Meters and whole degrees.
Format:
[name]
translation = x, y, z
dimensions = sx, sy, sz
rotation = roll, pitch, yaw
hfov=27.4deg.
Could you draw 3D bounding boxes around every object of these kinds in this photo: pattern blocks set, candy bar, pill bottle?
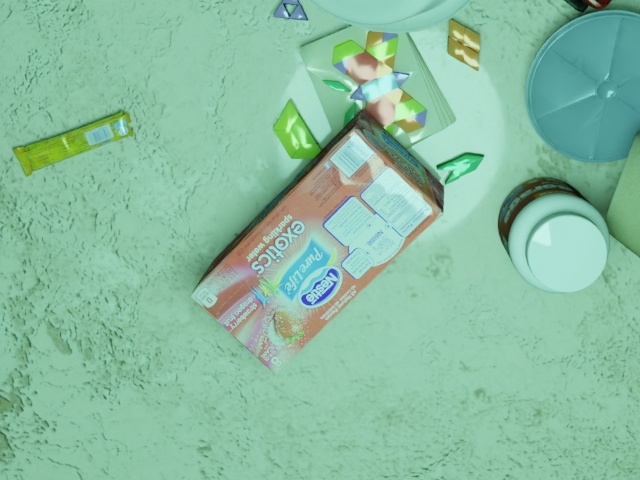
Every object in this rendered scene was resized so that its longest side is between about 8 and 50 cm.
[pattern blocks set]
translation = 0.071, -0.195, 1.672
dimensions = 0.285, 0.026, 0.325
rotation = -37, 98, 8
[candy bar]
translation = -0.318, -0.127, 1.703
dimensions = 0.161, 0.018, 0.040
rotation = -20, 103, 5
[pill bottle]
translation = 0.286, -0.005, 1.603
dimensions = 0.121, 0.216, 0.121
rotation = 0, 101, 2

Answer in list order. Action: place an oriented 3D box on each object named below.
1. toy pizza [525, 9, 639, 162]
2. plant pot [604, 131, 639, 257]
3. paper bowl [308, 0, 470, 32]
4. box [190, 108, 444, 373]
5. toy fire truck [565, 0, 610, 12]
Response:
[toy pizza]
translation = 0.355, -0.193, 1.647
dimensions = 0.201, 0.032, 0.201
rotation = -1, 116, -2
[plant pot]
translation = 0.494, -0.030, 1.594
dimensions = 0.274, 0.256, 0.256
rotation = 20, 101, 11
[paper bowl]
translation = 0.062, -0.360, 1.488
dimensions = 0.284, 0.148, 0.284
rotation = 14, 137, 13
[box]
translation = 0.000, 0.000, 1.638
dimensions = 0.154, 0.142, 0.300
rotation = 43, 106, -6
[toy fire truck]
translation = 0.294, -0.384, 1.516
dimensions = 0.217, 0.246, 0.158
rotation = 39, 100, -5
